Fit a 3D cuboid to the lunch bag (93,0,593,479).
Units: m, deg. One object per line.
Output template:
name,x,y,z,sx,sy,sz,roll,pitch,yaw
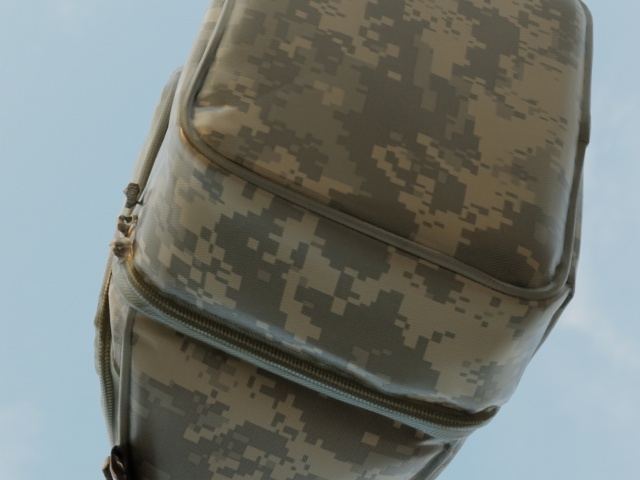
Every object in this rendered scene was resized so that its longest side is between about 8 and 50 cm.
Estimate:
lunch bag,0.000,0.000,0.860,0.212,0.256,0.305,19,-141,-6
